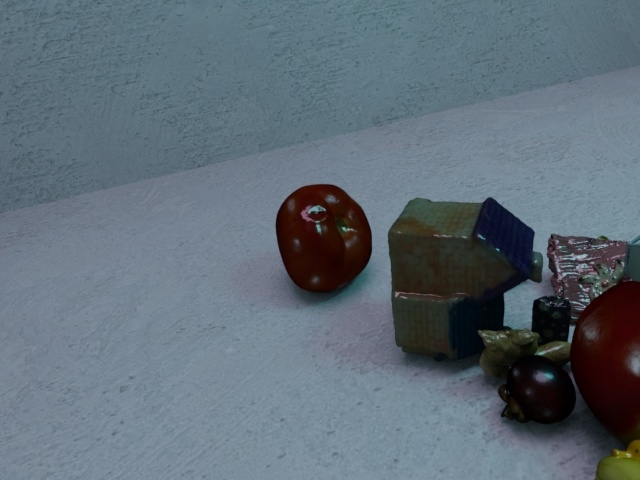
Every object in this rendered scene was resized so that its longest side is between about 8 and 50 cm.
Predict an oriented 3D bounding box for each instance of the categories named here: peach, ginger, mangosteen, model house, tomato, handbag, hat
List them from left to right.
[{"bbox_3d":[0.000,0.000,1.419,0.226,0.298,0.298,-31,9,40],"label":"tomato"},{"bbox_3d":[0.308,0.084,1.087,0.280,0.312,0.245,2,23,23],"label":"model house"},{"bbox_3d":[0.395,0.210,1.003,0.214,0.132,0.058,-4,39,-6],"label":"ginger"},{"bbox_3d":[0.375,0.270,0.928,0.140,0.140,0.140,-7,27,4],"label":"mangosteen"},{"bbox_3d":[0.493,0.164,1.118,0.072,0.115,0.139,6,13,27],"label":"handbag"},{"bbox_3d":[0.673,0.076,1.189,0.287,0.107,0.236,-1,58,8],"label":"hat"},{"bbox_3d":[0.566,0.188,0.866,0.281,0.280,0.338,7,31,28],"label":"peach"}]

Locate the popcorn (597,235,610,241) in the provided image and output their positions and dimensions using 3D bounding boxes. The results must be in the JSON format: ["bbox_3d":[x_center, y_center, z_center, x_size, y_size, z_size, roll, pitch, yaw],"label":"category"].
[{"bbox_3d":[0.690,0.037,1.309,0.109,0.089,0.097,-15,14,-18],"label":"popcorn"}]

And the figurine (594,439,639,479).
[{"bbox_3d":[0.405,0.373,0.722,0.247,0.131,0.156,-27,-11,-3],"label":"figurine"}]

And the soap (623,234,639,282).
[{"bbox_3d":[0.794,0.114,0.932,0.156,0.261,0.446,-27,32,-25],"label":"soap"}]
